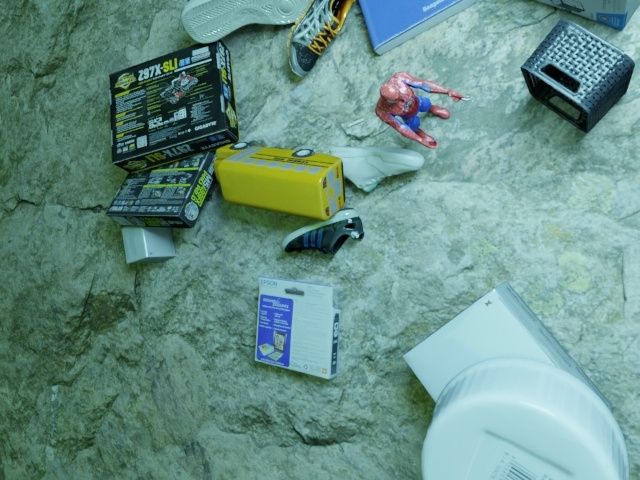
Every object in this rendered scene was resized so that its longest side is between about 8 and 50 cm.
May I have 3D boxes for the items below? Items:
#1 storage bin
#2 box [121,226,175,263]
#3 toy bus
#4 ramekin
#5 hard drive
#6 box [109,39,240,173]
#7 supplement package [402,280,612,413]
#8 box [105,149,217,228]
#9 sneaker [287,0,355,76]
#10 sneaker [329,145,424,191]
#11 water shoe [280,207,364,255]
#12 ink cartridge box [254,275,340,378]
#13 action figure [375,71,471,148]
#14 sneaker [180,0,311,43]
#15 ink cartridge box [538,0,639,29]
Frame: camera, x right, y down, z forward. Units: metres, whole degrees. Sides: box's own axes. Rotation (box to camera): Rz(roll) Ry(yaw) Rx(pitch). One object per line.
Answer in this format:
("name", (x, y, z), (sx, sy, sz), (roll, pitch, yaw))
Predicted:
("storage bin", (0.395, -0.248, 0.712), (0.122, 0.180, 0.084), (46, 111, 21))
("box", (-0.469, 0.006, 1.258), (0.087, 0.102, 0.101), (-16, 81, 30))
("toy bus", (-0.106, -0.135, 1.012), (0.332, 0.130, 0.108), (12, 126, 29))
("ramekin", (0.277, 0.318, 0.648), (0.277, 0.135, 0.278), (1, 92, 29))
("hard drive", (0.160, -0.572, 0.923), (0.210, 0.040, 0.319), (-20, 81, 28))
("box", (-0.369, -0.332, 1.145), (0.321, 0.079, 0.257), (-13, 73, 14))
("supplement package", (0.314, 0.238, 0.787), (0.204, 0.145, 0.262), (-44, 70, 23))
("box", (-0.400, -0.139, 1.184), (0.269, 0.060, 0.216), (2, 60, 29))
("sneaker", (0.001, -0.454, 0.985), (0.083, 0.084, 0.215), (38, 108, 37))
("sneaker", (0.113, -0.144, 0.947), (0.212, 0.080, 0.094), (11, 108, 36))
("water shoe", (0.000, 0.000, 1.005), (0.203, 0.073, 0.080), (-26, 80, 28))
("ink cartridge box", (-0.054, 0.192, 1.054), (0.206, 0.045, 0.209), (5, 94, 30))
("action figure", (0.186, -0.206, 0.775), (0.139, 0.280, 0.092), (35, 108, 25))
("sneaker", (-0.153, -0.573, 1.054), (0.349, 0.131, 0.148), (-7, 55, 12))
("ink cartridge box", (0.409, -0.424, 0.725), (0.190, 0.139, 0.082), (35, 109, 25))
